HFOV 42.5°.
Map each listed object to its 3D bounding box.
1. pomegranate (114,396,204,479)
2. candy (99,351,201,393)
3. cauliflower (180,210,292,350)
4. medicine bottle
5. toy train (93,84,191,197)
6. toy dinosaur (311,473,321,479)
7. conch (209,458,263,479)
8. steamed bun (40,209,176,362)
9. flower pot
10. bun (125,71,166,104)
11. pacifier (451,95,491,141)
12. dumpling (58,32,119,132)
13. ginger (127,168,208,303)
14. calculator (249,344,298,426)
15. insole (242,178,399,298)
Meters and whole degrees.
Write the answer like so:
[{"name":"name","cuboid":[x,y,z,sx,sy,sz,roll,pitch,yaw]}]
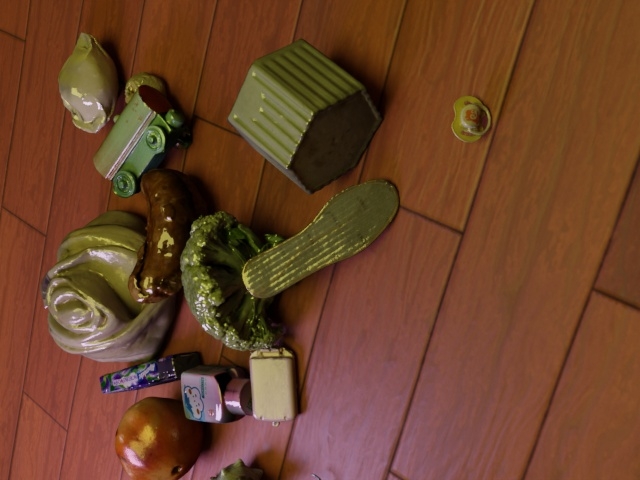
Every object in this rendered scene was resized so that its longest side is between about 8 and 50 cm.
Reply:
[{"name":"pomegranate","cuboid":[-0.371,0.461,1.914,0.209,0.209,0.209,4,97,40]},{"name":"candy","cuboid":[-0.415,0.324,2.002,0.312,0.088,0.061,-19,78,40]},{"name":"cauliflower","cuboid":[-0.162,0.072,1.717,0.250,0.275,0.272,-23,47,4]},{"name":"medicine bottle","cuboid":[-0.217,0.341,1.832,0.188,0.094,0.119,-4,93,40]},{"name":"toy train","cuboid":[-0.425,-0.228,1.927,0.177,0.116,0.285,49,124,10]},{"name":"toy dinosaur","cuboid":[0.004,0.581,1.702,0.080,0.045,0.197,-1,98,51]},{"name":"conch","cuboid":[-0.175,0.560,1.821,0.234,0.115,0.137,108,148,-64]},{"name":"steamed bun","cuboid":[-0.523,0.128,1.969,0.343,0.255,0.367,23,110,34]},{"name":"flower pot","cuboid":[-0.028,-0.232,1.548,0.190,0.209,0.239,41,117,29]},{"name":"bun","cuboid":[-0.421,-0.346,1.957,0.115,0.069,0.115,6,99,39]},{"name":"pacifier","cuboid":[0.255,-0.205,1.423,0.064,0.068,0.083,150,129,-72]},{"name":"dumpling","cuboid":[-0.581,-0.386,2.048,0.162,0.132,0.250,-10,87,37]},{"name":"ginger","cuboid":[-0.327,-0.010,1.831,0.165,0.173,0.321,135,140,-61]},{"name":"calculator","cuboid":[-0.099,0.310,1.750,0.100,0.032,0.174,-2,93,13]},{"name":"insole","cuboid":[0.000,0.000,1.574,0.348,0.009,0.119,-32,89,10]}]
